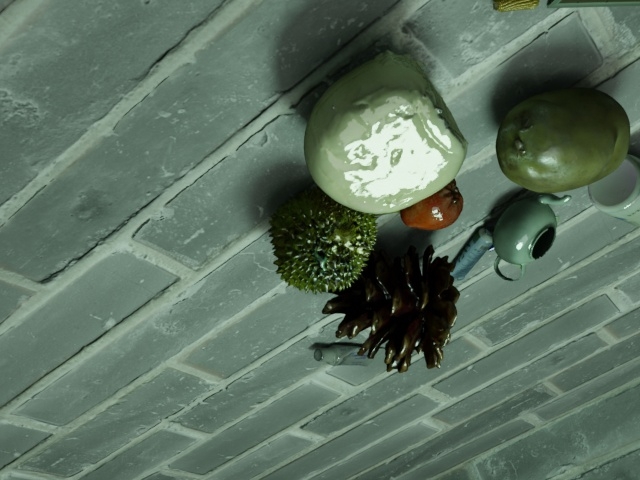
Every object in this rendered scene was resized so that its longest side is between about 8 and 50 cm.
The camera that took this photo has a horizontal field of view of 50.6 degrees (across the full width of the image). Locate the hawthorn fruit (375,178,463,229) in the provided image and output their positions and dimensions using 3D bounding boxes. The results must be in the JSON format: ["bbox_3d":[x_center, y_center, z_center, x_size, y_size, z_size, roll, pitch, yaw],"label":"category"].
[{"bbox_3d":[0.214,-0.078,1.700,0.285,0.165,0.165,-21,144,26],"label":"hawthorn fruit"}]

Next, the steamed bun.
[{"bbox_3d":[0.117,-0.225,1.401,0.312,0.233,0.334,-25,133,13],"label":"steamed bun"}]

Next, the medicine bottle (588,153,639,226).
[{"bbox_3d":[0.887,-0.124,1.862,0.293,0.170,0.170,13,133,-34],"label":"medicine bottle"}]

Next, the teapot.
[{"bbox_3d":[0.570,-0.018,1.869,0.193,0.129,0.294,2,118,-44],"label":"teapot"}]

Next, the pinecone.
[{"bbox_3d":[0.177,0.173,1.824,0.384,0.384,0.384,-10,141,-8],"label":"pinecone"}]

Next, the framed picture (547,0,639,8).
[{"bbox_3d":[0.630,-0.523,1.323,0.296,0.019,0.232,-6,171,-14],"label":"framed picture"}]

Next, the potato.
[{"bbox_3d":[0.552,-0.228,1.568,0.326,0.221,0.243,-14,153,-21],"label":"potato"}]

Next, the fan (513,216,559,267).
[{"bbox_3d":[0.647,0.009,2.064,0.131,0.009,0.240,2,138,-19],"label":"fan"}]

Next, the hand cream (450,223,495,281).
[{"bbox_3d":[0.445,0.047,1.998,0.088,0.055,0.256,-9,144,-28],"label":"hand cream"}]

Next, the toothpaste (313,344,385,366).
[{"bbox_3d":[0.092,0.391,2.284,0.282,0.068,0.099,13,161,-41],"label":"toothpaste"}]

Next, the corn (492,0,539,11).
[{"bbox_3d":[0.391,-0.476,1.352,0.092,0.037,0.037,-12,142,-8],"label":"corn"}]

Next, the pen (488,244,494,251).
[{"bbox_3d":[0.582,-0.024,1.985,0.204,0.025,0.025,-31,140,18],"label":"pen"}]

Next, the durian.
[{"bbox_3d":[-0.001,0.001,1.623,0.291,0.224,0.291,0,114,0],"label":"durian"}]
